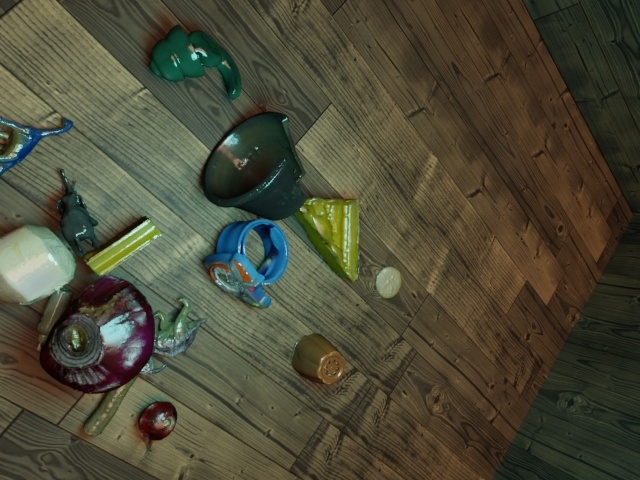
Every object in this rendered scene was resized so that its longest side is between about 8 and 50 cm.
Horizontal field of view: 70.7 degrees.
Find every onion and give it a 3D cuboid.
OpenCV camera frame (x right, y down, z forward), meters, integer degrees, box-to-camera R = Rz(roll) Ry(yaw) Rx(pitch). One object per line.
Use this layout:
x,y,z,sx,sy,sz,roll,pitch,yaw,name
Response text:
-0.548,0.605,1.522,0.131,0.131,0.131,-3,96,-30,onion
-0.621,0.290,1.324,0.260,0.282,0.336,31,77,1,onion

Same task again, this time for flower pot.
-0.198,-0.220,1.562,0.251,0.379,0.379,43,72,-49,flower pot
0.005,0.481,1.797,0.191,0.173,0.190,-3,95,-32,flower pot

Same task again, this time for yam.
-0.659,0.492,1.477,0.066,0.066,0.299,39,75,-27,yam

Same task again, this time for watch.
-0.224,0.081,1.609,0.305,0.242,0.274,54,51,-33,watch

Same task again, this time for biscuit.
0.309,0.188,2.031,0.152,0.020,0.152,-3,96,-29,biscuit

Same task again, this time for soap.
0.000,0.000,1.753,0.305,0.169,0.338,-2,94,-30,soap
-0.620,0.014,1.417,0.233,0.135,0.076,-38,112,-21,soap

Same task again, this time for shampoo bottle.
-0.818,0.241,1.367,0.056,0.056,0.195,24,82,-29,shampoo bottle

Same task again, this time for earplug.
-0.417,-0.584,1.494,0.280,0.164,0.257,-24,143,-14,earplug

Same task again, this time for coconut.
-0.828,0.076,1.262,0.234,0.224,0.224,-49,115,-24,coconut

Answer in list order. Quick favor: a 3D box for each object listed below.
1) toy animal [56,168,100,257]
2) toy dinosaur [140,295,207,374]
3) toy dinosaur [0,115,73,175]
-0.729,-0.075,1.350,0.082,0.137,0.269,-18,62,-16,toy animal
-0.517,0.318,1.521,0.294,0.077,0.162,-38,104,-30,toy dinosaur
-0.842,-0.259,1.307,0.188,0.075,0.247,12,83,-37,toy dinosaur
